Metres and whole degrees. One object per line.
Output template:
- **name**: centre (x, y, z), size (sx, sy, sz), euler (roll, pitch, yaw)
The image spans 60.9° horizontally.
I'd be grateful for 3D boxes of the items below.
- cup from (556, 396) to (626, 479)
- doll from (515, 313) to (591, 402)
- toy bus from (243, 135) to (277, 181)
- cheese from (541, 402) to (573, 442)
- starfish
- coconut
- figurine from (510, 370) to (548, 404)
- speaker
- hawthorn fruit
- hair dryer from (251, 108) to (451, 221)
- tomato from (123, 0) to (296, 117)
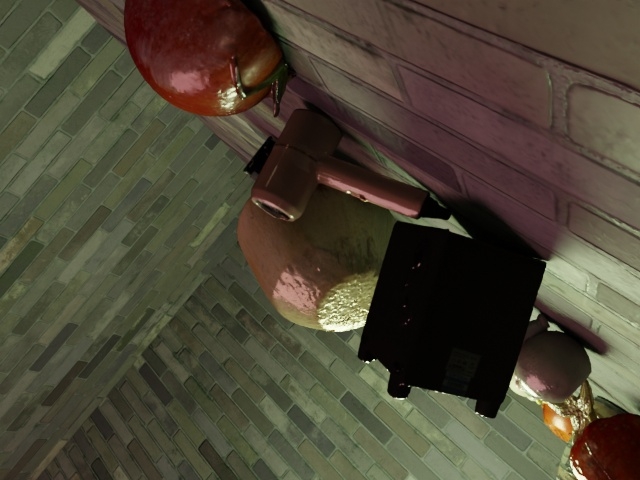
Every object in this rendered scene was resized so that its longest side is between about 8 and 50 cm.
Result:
- **cup**: centre (0.788, 0.607, 1.485), size (0.301, 0.257, 0.227), euler (39, -179, -37)
- **doll**: centre (0.405, 0.199, 1.121), size (0.287, 0.151, 0.151), euler (42, 179, 22)
- **toy bus**: centre (-0.065, -0.162, 1.636), size (0.305, 0.143, 0.179), euler (38, 180, 33)
- **cheese**: centre (0.890, 0.627, 1.875), size (0.217, 0.129, 0.329), euler (43, 166, -7)
- **starfish**: centre (0.657, 0.441, 1.399), size (0.150, 0.053, 0.209), euler (9, 113, 42)
- **coconut**: centre (0.000, 0.000, 1.261), size (0.415, 0.345, 0.415), euler (58, -177, -5)
- **figurine**: centre (0.687, 0.451, 1.729), size (0.155, 0.127, 0.235), euler (58, 178, 8)
- **speaker**: centre (0.192, 0.114, 0.877), size (0.184, 0.253, 0.232), euler (16, -177, -12)
- **hawthorn fruit**: centre (0.693, 0.513, 1.205), size (0.262, 0.258, 0.258), euler (20, 169, 26)
- **hair dryer**: centre (0.057, -0.090, 0.944), size (0.344, 0.189, 0.107), euler (23, 169, 22)
- **tomato**: centre (-0.195, -0.288, 0.823), size (0.309, 0.170, 0.309), euler (38, 177, 2)
